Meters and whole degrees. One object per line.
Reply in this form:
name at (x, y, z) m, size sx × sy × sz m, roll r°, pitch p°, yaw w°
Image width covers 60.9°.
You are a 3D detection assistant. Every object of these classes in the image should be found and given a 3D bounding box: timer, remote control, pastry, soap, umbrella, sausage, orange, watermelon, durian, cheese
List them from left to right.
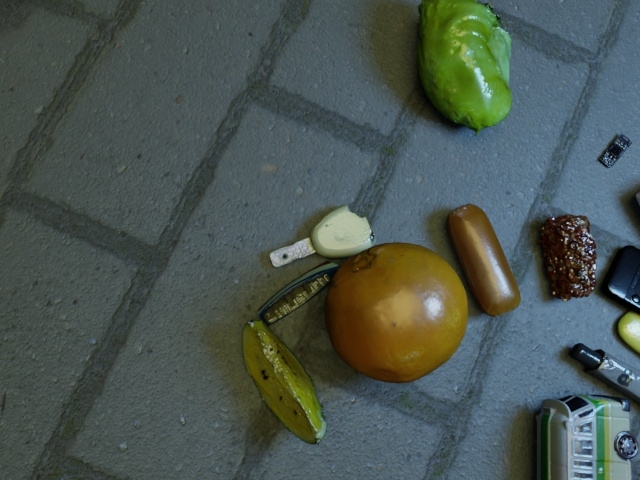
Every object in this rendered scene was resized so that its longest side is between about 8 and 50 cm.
watermelon at (-0.083, 0.317, 1.214) m, size 0.123 × 0.129 × 0.301 m, roll -32°, pitch 77°, yaw -9°
cheese at (0.000, 0.000, 1.313) m, size 0.255 × 0.050 × 0.127 m, roll -20°, pitch 81°, yaw -5°
orange at (0.159, 0.150, 1.167) m, size 0.312 × 0.312 × 0.312 m, roll 0°, pitch 80°, yaw -2°
durian at (0.356, -0.435, 1.330) m, size 0.255 × 0.204 × 0.340 m, roll 9°, pitch 76°, yaw -13°
sausage at (0.384, 0.045, 1.294) m, size 0.105 × 0.105 × 0.274 m, roll -20°, pitch 81°, yaw -5°
pastry at (0.597, 0.039, 1.301) m, size 0.097 × 0.115 × 0.209 m, roll -3°, pitch 78°, yaw -15°
remote control at (0.757, -0.229, 1.399) m, size 0.039 × 0.014 × 0.096 m, roll 41°, pitch 82°, yaw 5°
umbrella at (0.739, 0.339, 1.266) m, size 0.337 × 0.073 × 0.067 m, roll 30°, pitch 61°, yaw 4°
timer at (0.790, 0.114, 1.318) m, size 0.187 × 0.055 × 0.144 m, roll 32°, pitch 71°, yaw 8°
soap at (0.789, 0.243, 1.305) m, size 0.089 × 0.033 × 0.168 m, roll -42°, pitch 83°, yaw -6°

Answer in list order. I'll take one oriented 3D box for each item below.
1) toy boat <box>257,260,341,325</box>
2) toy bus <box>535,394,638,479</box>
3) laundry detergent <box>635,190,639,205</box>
toy boat at (-0.048, 0.117, 1.287) m, size 0.229 × 0.080 × 0.046 m, roll -36°, pitch 48°, yaw -7°
toy bus at (0.568, 0.490, 1.188) m, size 0.179 × 0.143 × 0.305 m, roll 7°, pitch 78°, yaw -7°
laundry detergent at (0.906, 0.002, 1.322) m, size 0.159 × 0.088 × 0.335 m, roll -28°, pitch 83°, yaw -27°
